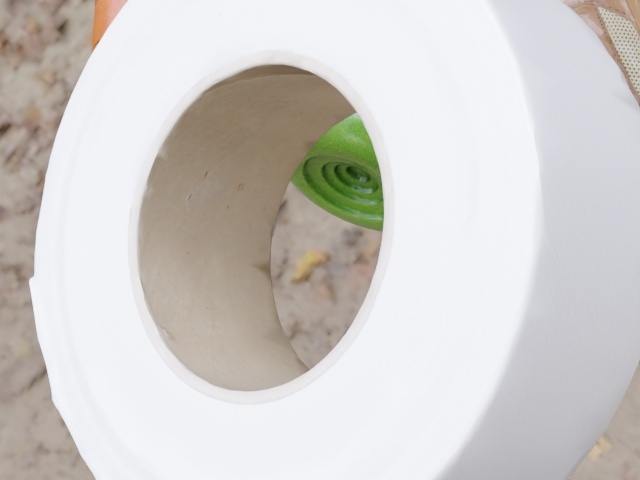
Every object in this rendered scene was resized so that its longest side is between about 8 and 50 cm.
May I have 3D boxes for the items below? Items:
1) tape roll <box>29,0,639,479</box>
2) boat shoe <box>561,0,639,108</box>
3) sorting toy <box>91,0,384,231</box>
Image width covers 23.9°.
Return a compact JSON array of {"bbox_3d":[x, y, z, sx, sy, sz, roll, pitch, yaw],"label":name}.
[{"bbox_3d":[0.000,0.000,0.666,0.286,0.100,0.286,-7,79,39],"label":"tape roll"},{"bbox_3d":[0.231,-0.056,0.946,0.120,0.324,0.122,-35,4,2],"label":"boat shoe"},{"bbox_3d":[-0.011,-0.022,0.926,0.127,0.365,0.126,-17,41,55],"label":"sorting toy"}]
